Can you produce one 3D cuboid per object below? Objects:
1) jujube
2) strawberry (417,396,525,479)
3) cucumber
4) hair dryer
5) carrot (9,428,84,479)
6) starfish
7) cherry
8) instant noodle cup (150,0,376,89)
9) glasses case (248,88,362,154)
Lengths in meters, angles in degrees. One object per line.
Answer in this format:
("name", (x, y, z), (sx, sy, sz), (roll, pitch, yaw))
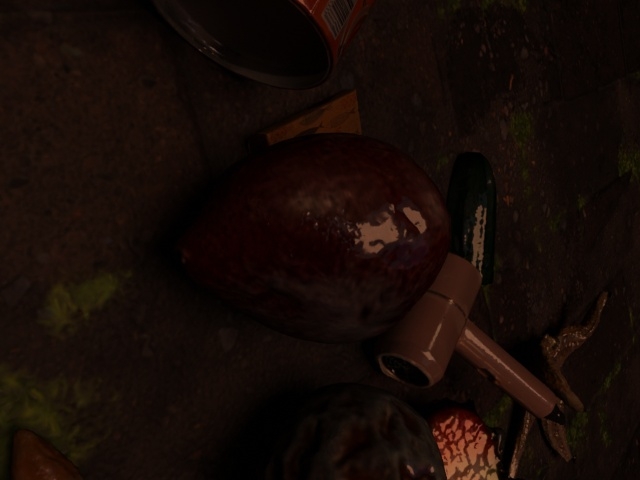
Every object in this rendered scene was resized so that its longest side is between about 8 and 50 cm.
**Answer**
("jujube", (0.038, 0.303, 0.550), (0.246, 0.215, 0.308), (27, 45, -40))
("strawberry", (0.137, 0.372, 0.758), (0.306, 0.138, 0.233), (-21, 82, -24))
("cucumber", (0.268, -0.039, 0.922), (0.115, 0.063, 0.243), (7, 83, -44))
("hair dryer", (0.248, 0.187, 0.794), (0.344, 0.107, 0.189), (39, 58, -10))
("carrot", (-0.209, 0.279, 0.445), (0.102, 0.102, 0.263), (-19, 96, -42))
("starfish", (0.493, 0.297, 1.086), (0.398, 0.132, 0.383), (1, 95, -57))
("cherry", (0.000, 0.000, 0.552), (0.300, 0.230, 0.203), (3, 62, -27))
("instant noodle cup", (-0.040, -0.283, 0.517), (0.250, 0.250, 0.192), (32, 75, -39))
("glasses case", (-0.015, -0.133, 0.665), (0.170, 0.041, 0.064), (-37, 128, -38))
